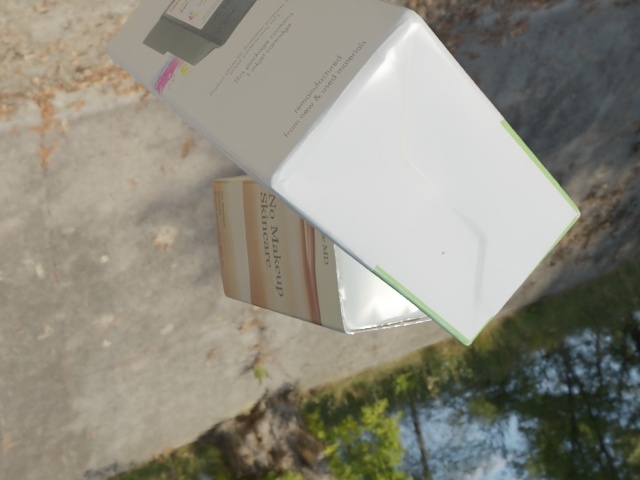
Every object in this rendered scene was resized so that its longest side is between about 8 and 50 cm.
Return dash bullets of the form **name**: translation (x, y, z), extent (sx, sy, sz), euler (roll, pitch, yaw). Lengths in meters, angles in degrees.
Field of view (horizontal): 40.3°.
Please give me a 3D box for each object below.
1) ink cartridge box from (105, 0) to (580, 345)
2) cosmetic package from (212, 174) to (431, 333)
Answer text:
- **ink cartridge box**: translation (-0.015, -0.093, 0.620), extent (0.119, 0.207, 0.353), euler (-50, -141, 1)
- **cosmetic package**: translation (0.000, 0.000, 0.938), extent (0.129, 0.153, 0.296), euler (-8, -174, -28)
